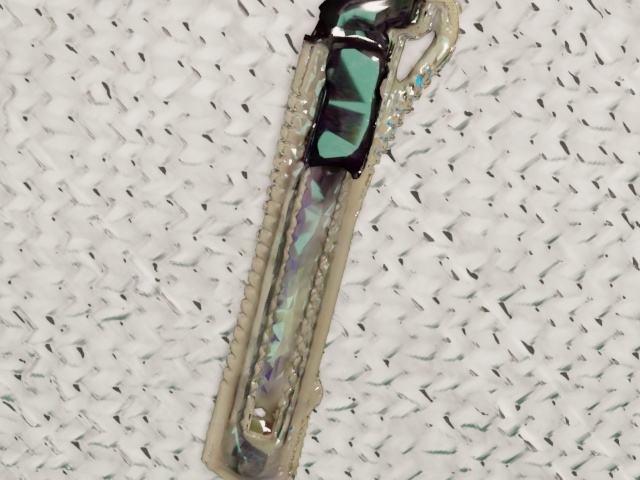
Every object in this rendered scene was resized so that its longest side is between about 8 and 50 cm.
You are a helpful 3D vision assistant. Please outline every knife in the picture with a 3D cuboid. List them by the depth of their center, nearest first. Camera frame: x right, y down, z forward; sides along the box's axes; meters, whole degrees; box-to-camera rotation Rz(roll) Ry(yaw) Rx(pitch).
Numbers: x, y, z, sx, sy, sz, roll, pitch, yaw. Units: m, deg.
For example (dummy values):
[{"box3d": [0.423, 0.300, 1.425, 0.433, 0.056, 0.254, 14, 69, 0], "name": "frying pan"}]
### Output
[{"box3d": [0.000, 0.002, 0.965, 0.089, 0.043, 0.365, 16, 108, -3], "name": "knife"}]
